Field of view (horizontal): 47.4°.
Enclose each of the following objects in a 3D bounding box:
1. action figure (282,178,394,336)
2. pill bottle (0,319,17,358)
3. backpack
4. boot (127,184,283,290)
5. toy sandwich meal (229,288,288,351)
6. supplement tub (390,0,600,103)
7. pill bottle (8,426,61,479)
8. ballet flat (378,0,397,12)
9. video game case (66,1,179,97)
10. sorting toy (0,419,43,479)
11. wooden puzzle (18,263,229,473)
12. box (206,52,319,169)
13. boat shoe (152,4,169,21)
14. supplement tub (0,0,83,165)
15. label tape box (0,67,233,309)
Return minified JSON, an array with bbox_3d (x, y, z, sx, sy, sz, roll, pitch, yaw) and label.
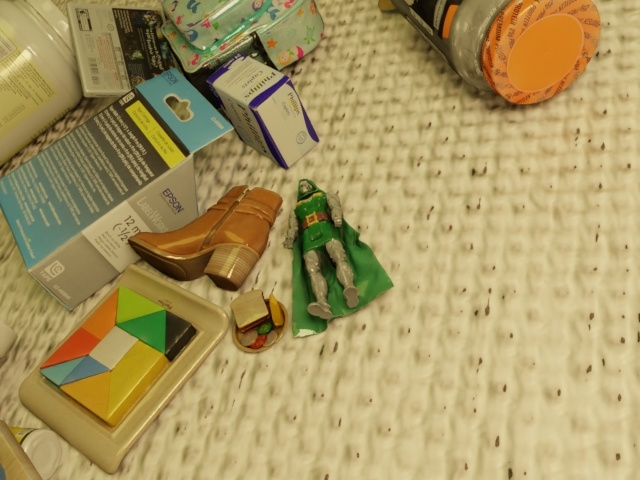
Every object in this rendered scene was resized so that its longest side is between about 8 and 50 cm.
[{"bbox_3d":[0.000,0.000,0.933,0.137,0.063,0.232,-25,43,9],"label":"action figure"},{"bbox_3d":[-0.540,0.213,0.942,0.169,0.169,0.301,14,61,34],"label":"pill bottle"},{"bbox_3d":[-0.131,-0.366,1.218,0.253,0.191,0.225,-28,45,-4],"label":"backpack"},{"bbox_3d":[-0.157,-0.017,1.016,0.197,0.073,0.152,15,61,20],"label":"boot"},{"bbox_3d":[-0.079,0.099,0.907,0.086,0.029,0.085,-13,49,16],"label":"toy sandwich meal"},{"bbox_3d":[0.227,-0.332,1.001,0.194,0.193,0.316,-29,46,1],"label":"supplement tub"},{"bbox_3d":[-0.385,0.263,0.898,0.116,0.065,0.065,-3,52,24],"label":"pill bottle"},{"bbox_3d":[0.193,-0.462,1.206,0.232,0.073,0.080,-26,46,4],"label":"ballet flat"},{"bbox_3d":[-0.344,-0.335,1.286,0.173,0.022,0.190,-6,67,-29],"label":"video game case"},{"bbox_3d":[-0.400,0.357,0.763,0.255,0.089,0.257,37,85,35],"label":"sorting toy"},{"bbox_3d":[-0.262,0.150,0.945,0.221,0.044,0.238,20,64,36],"label":"wooden puzzle"},{"bbox_3d":[-0.086,-0.193,1.084,0.072,0.126,0.137,-43,47,-13],"label":"box"},{"bbox_3d":[-0.253,-0.411,1.379,0.219,0.077,0.070,-17,47,10],"label":"boat shoe"},{"bbox_3d":[-0.592,-0.289,1.335,0.325,0.235,0.235,-43,48,-12],"label":"supplement tub"},{"bbox_3d":[-0.305,-0.093,1.122,0.348,0.115,0.249,-36,47,-8],"label":"label tape box"}]
